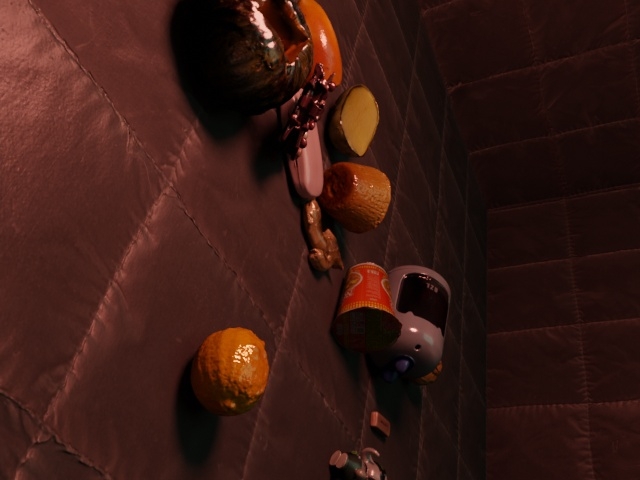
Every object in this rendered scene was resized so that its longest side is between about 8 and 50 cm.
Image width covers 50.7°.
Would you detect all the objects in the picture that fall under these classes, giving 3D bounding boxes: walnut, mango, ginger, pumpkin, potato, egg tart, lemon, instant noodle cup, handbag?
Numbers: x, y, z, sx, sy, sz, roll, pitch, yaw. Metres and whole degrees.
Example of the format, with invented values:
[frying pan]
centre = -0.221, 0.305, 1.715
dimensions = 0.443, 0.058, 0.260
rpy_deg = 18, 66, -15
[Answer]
[walnut]
centre = 0.347, 0.426, 2.337
dimensions = 0.180, 0.144, 0.144
rpy_deg = 67, 25, -48
[mango]
centre = -0.018, -0.547, 1.887
dimensions = 0.187, 0.138, 0.257
rpy_deg = -72, 152, -68
[ginger]
centre = 0.002, -0.009, 1.820
dimensions = 0.133, 0.059, 0.214
rpy_deg = -22, 100, -58
[pumpkin]
centre = -0.146, -0.430, 1.449
dimensions = 0.320, 0.192, 0.320
rpy_deg = 29, 53, -48
[potato]
centre = 0.084, -0.366, 2.080
dimensions = 0.160, 0.111, 0.271
rpy_deg = 48, 45, -30
[egg tart]
centre = 0.081, -0.130, 1.909
dimensions = 0.147, 0.202, 0.202
rpy_deg = 19, 62, -45
[lemon]
centre = -0.163, 0.233, 1.232
dimensions = 0.187, 0.142, 0.142
rpy_deg = -79, 150, -48
[instant noodle cup]
centre = 0.132, 0.177, 1.905
dimensions = 0.212, 0.193, 0.193
rpy_deg = -84, 153, -49
[handbag]
centre = -0.036, -0.299, 1.612
dimensions = 0.203, 0.074, 0.216
rpy_deg = -64, -172, -6

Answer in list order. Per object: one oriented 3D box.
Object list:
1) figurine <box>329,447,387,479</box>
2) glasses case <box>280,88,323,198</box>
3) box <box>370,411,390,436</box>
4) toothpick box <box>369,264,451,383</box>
[figurine]
centre = 0.108, 0.602, 1.732
dimensions = 0.192, 0.147, 0.126
rpy_deg = 45, 57, -24
[glasses case]
centre = -0.048, -0.257, 1.775
dimensions = 0.113, 0.075, 0.297
rpy_deg = -2, 82, -66
[box]
centre = 0.182, 0.555, 2.038
dimensions = 0.115, 0.025, 0.048
rpy_deg = 51, 35, -48
[toothpick box]
centre = 0.268, 0.281, 2.110
dimensions = 0.354, 0.263, 0.263
rpy_deg = -71, 143, -48
